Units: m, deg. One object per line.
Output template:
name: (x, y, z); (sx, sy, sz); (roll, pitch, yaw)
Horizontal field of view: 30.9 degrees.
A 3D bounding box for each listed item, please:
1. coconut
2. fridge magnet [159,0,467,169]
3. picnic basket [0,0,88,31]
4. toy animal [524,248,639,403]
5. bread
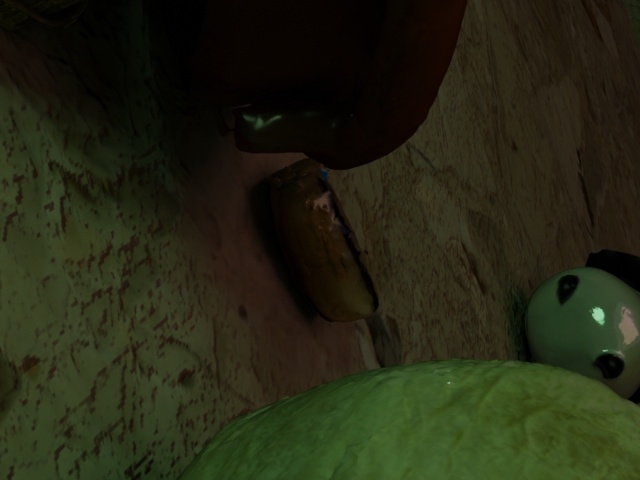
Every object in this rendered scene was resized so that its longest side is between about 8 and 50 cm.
coconut: (0.052, 0.188, 0.471); (0.297, 0.297, 0.254); (67, 27, -13)
fridge magnet: (-0.012, -0.217, 0.600); (0.363, 0.155, 0.364); (175, -90, -76)
picnic basket: (-0.144, -0.192, 0.533); (0.115, 0.079, 0.164); (29, 50, -56)
toy animal: (0.272, 0.089, 1.170); (0.179, 0.138, 0.166); (2, 53, -55)
bread: (0.000, 0.000, 0.749); (0.072, 0.053, 0.106); (-108, 173, -65)
